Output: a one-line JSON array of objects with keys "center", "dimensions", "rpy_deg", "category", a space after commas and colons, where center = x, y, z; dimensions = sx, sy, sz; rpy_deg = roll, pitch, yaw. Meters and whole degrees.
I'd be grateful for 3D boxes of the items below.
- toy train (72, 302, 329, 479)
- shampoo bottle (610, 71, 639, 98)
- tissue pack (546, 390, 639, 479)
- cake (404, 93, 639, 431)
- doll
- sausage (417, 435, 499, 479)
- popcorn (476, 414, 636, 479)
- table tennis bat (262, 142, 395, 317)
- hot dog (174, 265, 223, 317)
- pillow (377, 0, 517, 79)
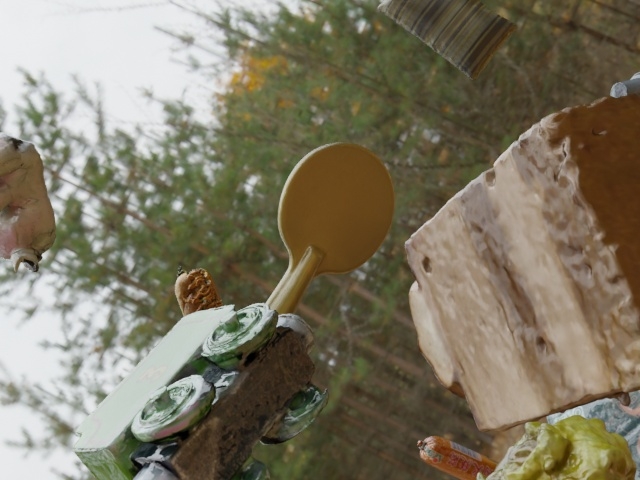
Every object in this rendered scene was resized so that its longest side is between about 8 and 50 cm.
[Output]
[{"center": [-0.149, 0.210, 1.091], "dimensions": [0.248, 0.173, 0.307], "rpy_deg": [-13, 27, 44], "category": "toy train"}, {"center": [0.603, -0.269, 1.548], "dimensions": [0.214, 0.072, 0.072], "rpy_deg": [-13, -33, -19], "category": "shampoo bottle"}, {"center": [0.508, 0.376, 1.414], "dimensions": [0.228, 0.103, 0.316], "rpy_deg": [-43, 47, 36], "category": "tissue pack"}, {"center": [0.203, 0.033, 0.685], "dimensions": [0.198, 0.196, 0.293], "rpy_deg": [-14, -16, -27], "category": "cake"}, {"center": [-0.407, -0.049, 1.189], "dimensions": [0.149, 0.095, 0.192], "rpy_deg": [-134, 33, -66], "category": "doll"}, {"center": [0.306, 0.406, 1.504], "dimensions": [0.053, 0.347, 0.053], "rpy_deg": [-51, 22, 30], "category": "sausage"}, {"center": [0.293, 0.297, 1.102], "dimensions": [0.197, 0.156, 0.197], "rpy_deg": [-30, -20, -12], "category": "popcorn"}, {"center": [0.000, 0.000, 1.363], "dimensions": [0.050, 0.198, 0.321], "rpy_deg": [19, 76, 58], "category": "table tennis bat"}, {"center": [-0.182, 0.125, 1.439], "dimensions": [0.072, 0.188, 0.055], "rpy_deg": [-20, 0, -42], "category": "hot dog"}, {"center": [0.202, -0.358, 1.433], "dimensions": [0.113, 0.203, 0.038], "rpy_deg": [-51, -11, 4], "category": "pillow"}]
